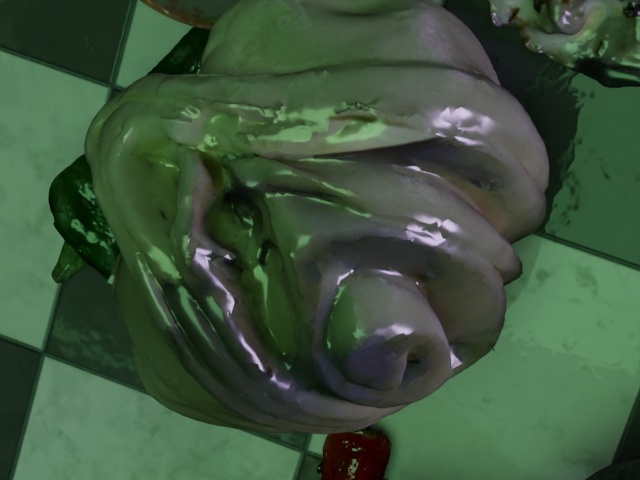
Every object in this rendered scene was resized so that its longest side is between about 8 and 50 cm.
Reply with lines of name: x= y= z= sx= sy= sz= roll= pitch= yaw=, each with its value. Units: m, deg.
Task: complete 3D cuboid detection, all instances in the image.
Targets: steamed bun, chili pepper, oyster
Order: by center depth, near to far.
steamed bun: x=0.000 y=0.000 z=1.184 sx=0.352 sy=0.247 sz=0.339 roll=-24 pitch=121 yaw=8
oyster: x=0.286 y=-0.155 z=1.220 sx=0.345 sy=0.078 sz=0.128 roll=18 pitch=137 yaw=7
chili pepper: x=-0.126 y=-0.061 z=1.328 sx=0.270 sy=0.099 sz=0.136 roll=-42 pitch=98 yaw=14
chili pepper: x=0.018 y=0.230 z=1.379 sx=0.059 sy=0.050 sz=0.267 roll=13 pitch=106 yaw=5

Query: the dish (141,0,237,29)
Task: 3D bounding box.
dish: x=-0.060 y=-0.296 z=1.271 sx=0.260 sy=0.085 sz=0.260 roll=2 pitch=100 yaw=14

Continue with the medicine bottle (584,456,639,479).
medicine bottle: x=0.293 y=0.301 z=1.223 sx=0.165 sy=0.165 sz=0.273 roll=-38 pitch=115 yaw=18
